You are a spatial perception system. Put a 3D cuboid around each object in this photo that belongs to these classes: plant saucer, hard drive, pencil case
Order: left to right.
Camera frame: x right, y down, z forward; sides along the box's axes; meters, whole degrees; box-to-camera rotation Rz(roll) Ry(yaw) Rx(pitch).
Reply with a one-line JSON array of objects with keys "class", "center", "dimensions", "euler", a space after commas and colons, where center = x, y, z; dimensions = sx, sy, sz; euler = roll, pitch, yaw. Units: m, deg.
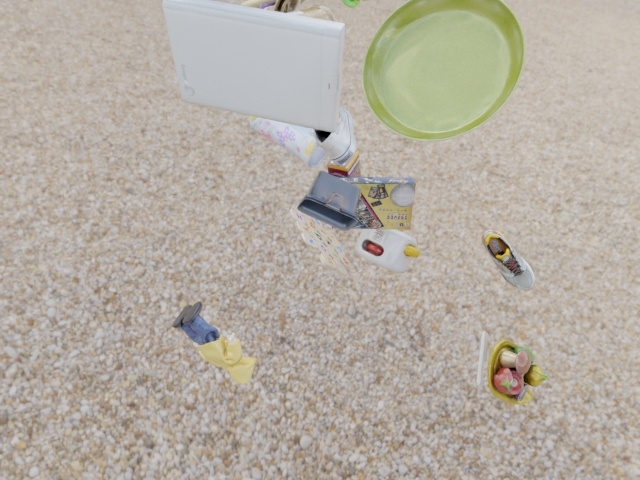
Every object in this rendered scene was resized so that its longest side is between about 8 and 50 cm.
[{"class": "hard drive", "center": [-0.114, -0.310, 0.915], "dimensions": [0.307, 0.203, 0.040], "euler": [13, 51, 9]}, {"class": "pencil case", "center": [-0.095, -0.339, 1.612], "dimensions": [0.273, 0.124, 0.114], "euler": [35, 83, 21]}, {"class": "plant saucer", "center": [0.181, -0.260, 0.773], "dimensions": [0.240, 0.241, 0.037], "euler": [34, 6, 25]}]

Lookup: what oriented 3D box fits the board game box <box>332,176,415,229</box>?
[{"class": "board game box", "center": [0.157, -0.112, 1.559], "dimensions": [0.243, 0.165, 0.042], "euler": [2, 36, 2]}]

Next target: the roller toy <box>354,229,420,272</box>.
[{"class": "roller toy", "center": [0.226, 0.013, 1.760], "dimensions": [0.191, 0.146, 0.209], "euler": [23, 5, -14]}]

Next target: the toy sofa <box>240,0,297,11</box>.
[{"class": "toy sofa", "center": [-0.108, -0.557, 1.562], "dimensions": [0.150, 0.363, 0.177], "euler": [9, 43, 41]}]

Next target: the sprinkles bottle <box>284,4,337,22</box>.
[{"class": "sprinkles bottle", "center": [-0.103, -0.468, 1.218], "dimensions": [0.121, 0.121, 0.355], "euler": [32, 44, 23]}]

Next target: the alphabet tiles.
[{"class": "alphabet tiles", "center": [0.000, 0.000, 1.783], "dimensions": [0.278, 0.021, 0.284], "euler": [30, 25, -49]}]

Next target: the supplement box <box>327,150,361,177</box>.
[{"class": "supplement box", "center": [0.088, -0.220, 1.829], "dimensions": [0.080, 0.188, 0.104], "euler": [16, 51, 23]}]

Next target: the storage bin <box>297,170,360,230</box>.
[{"class": "storage bin", "center": [0.028, -0.098, 1.180], "dimensions": [0.135, 0.098, 0.091], "euler": [22, 68, -11]}]

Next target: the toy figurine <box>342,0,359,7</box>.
[{"class": "toy figurine", "center": [0.155, -0.785, 1.519], "dimensions": [0.173, 0.130, 0.159], "euler": [-56, 28, -12]}]

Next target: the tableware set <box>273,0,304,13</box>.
[{"class": "tableware set", "center": [-0.045, -0.643, 1.336], "dimensions": [0.039, 0.128, 0.194], "euler": [41, 76, 7]}]

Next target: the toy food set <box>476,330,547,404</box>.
[{"class": "toy food set", "center": [0.420, 0.281, 1.093], "dimensions": [0.217, 0.128, 0.071], "euler": [27, -19, -37]}]

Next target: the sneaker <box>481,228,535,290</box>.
[{"class": "sneaker", "center": [0.583, 0.066, 1.612], "dimensions": [0.225, 0.088, 0.092], "euler": [51, 18, 8]}]

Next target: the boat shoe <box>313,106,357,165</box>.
[{"class": "boat shoe", "center": [0.022, -0.282, 1.280], "dimensions": [0.088, 0.096, 0.268], "euler": [39, 27, -29]}]

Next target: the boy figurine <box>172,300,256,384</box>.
[{"class": "boy figurine", "center": [-0.286, 0.303, 1.477], "dimensions": [0.285, 0.177, 0.092], "euler": [47, 44, -20]}]
